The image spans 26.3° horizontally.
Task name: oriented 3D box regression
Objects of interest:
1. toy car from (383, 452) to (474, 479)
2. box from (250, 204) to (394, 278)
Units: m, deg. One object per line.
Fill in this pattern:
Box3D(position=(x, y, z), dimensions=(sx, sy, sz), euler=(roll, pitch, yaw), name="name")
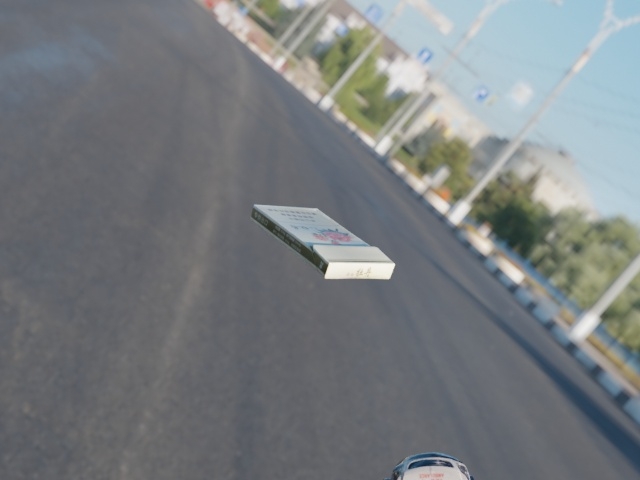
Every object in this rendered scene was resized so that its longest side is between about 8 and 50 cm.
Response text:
Box3D(position=(0.104, 0.307, 1.267), dimensions=(0.089, 0.210, 0.108), euler=(-1, 7, 1), name="toy car")
Box3D(position=(0.000, 0.000, 1.830), dimensions=(0.109, 0.029, 0.198), euler=(2, 21, -36), name="box")
